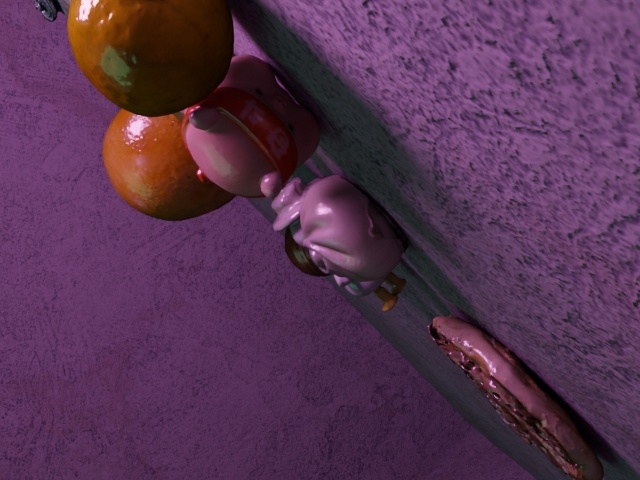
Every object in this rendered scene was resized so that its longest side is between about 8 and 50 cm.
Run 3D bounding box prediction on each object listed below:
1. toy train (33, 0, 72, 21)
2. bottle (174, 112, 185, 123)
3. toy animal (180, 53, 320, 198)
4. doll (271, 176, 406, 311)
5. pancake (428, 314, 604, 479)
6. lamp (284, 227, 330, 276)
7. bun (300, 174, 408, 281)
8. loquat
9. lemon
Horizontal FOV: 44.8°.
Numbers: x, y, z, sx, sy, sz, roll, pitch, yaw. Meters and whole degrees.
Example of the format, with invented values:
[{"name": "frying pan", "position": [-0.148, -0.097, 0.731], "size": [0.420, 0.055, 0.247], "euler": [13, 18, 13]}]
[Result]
[{"name": "toy train", "position": [-0.430, -0.443, 1.403], "size": [0.285, 0.116, 0.177], "euler": [44, 154, 16]}, {"name": "bottle", "position": [-0.147, -0.193, 1.116], "size": [0.260, 0.112, 0.112], "euler": [48, 174, -36]}, {"name": "toy animal", "position": [-0.096, -0.139, 0.965], "size": [0.171, 0.171, 0.198], "euler": [46, -177, -21]}, {"name": "doll", "position": [0.026, 0.001, 1.306], "size": [0.293, 0.138, 0.119], "euler": [43, 135, -14]}, {"name": "pancake", "position": [0.319, 0.259, 1.306], "size": [0.382, 0.071, 0.382], "euler": [45, 176, 4]}, {"name": "lamp", "position": [0.000, 0.000, 1.430], "size": [0.136, 0.136, 0.136], "euler": [44, 175, 5]}, {"name": "bun", "position": [0.035, -0.007, 1.151], "size": [0.173, 0.120, 0.173], "euler": [46, 176, 4]}, {"name": "loquat", "position": [-0.237, -0.160, 1.304], "size": [0.263, 0.263, 0.263], "euler": [44, 175, 5]}, {"name": "lemon", "position": [-0.169, -0.211, 0.798], "size": [0.170, 0.170, 0.207], "euler": [44, 175, 3]}]
